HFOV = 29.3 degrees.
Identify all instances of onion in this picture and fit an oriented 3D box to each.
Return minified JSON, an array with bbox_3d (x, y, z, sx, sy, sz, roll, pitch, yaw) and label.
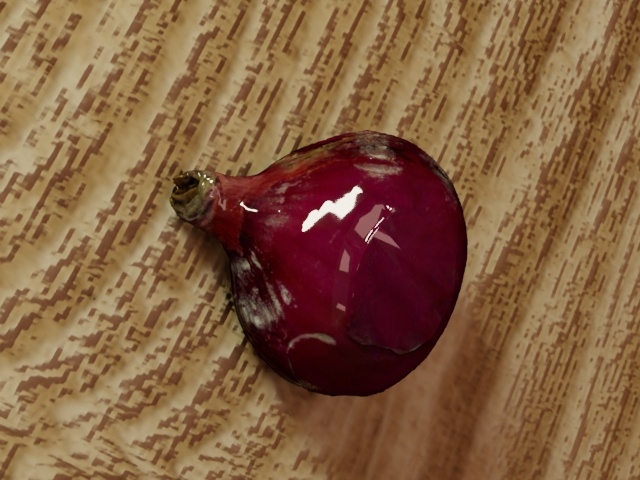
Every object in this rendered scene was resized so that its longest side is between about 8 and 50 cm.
[{"bbox_3d":[0.000,0.000,0.853,0.218,0.140,0.195,29,78,-25],"label":"onion"}]
